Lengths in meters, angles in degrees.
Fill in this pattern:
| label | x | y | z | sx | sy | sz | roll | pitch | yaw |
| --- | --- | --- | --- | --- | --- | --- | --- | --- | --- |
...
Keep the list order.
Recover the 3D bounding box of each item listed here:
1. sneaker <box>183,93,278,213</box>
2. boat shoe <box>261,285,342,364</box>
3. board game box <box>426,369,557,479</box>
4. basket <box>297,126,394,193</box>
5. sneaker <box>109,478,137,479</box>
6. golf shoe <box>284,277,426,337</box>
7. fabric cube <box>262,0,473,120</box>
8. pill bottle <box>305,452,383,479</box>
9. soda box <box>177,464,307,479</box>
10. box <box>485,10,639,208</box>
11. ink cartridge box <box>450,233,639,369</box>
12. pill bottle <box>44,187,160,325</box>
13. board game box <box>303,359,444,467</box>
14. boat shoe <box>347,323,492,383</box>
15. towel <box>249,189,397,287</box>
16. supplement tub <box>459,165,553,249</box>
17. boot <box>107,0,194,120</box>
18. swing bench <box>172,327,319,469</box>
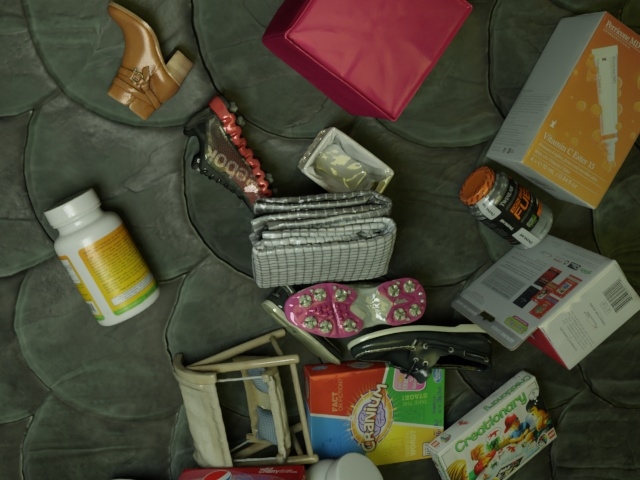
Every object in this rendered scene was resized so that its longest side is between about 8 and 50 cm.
| label | x | y | z | sx | sy | sz | roll | pitch | yaw |
| --- | --- | --- | --- | --- | --- | --- | --- | --- | --- |
| sneaker | -0.179 | -0.143 | 1.436 | 0.135 | 0.097 | 0.276 | -30 | 105 | -6 |
| boat shoe | -0.023 | 0.183 | 1.557 | 0.233 | 0.084 | 0.079 | 47 | 66 | -23 |
| board game box | 0.409 | 0.471 | 1.700 | 0.305 | 0.053 | 0.193 | -33 | 113 | -17 |
| basket | 0.046 | -0.147 | 1.486 | 0.167 | 0.103 | 0.113 | 35 | 92 | -19 |
| sneaker | -0.313 | 0.625 | 1.510 | 0.349 | 0.131 | 0.148 | 27 | 59 | -2 |
| golf shoe | 0.065 | 0.142 | 1.529 | 0.306 | 0.140 | 0.115 | -2 | 86 | -17 |
| fabric cube | 0.073 | -0.402 | 1.356 | 0.259 | 0.258 | 0.254 | 35 | 93 | -18 |
| pill bottle | -0.002 | 0.569 | 1.534 | 0.169 | 0.169 | 0.301 | 32 | 128 | -18 |
| soda box | -0.156 | 0.506 | 1.423 | 0.263 | 0.083 | 0.092 | -6 | 109 | 15 |
| box | 0.553 | -0.276 | 1.546 | 0.215 | 0.168 | 0.345 | 27 | 95 | -17 |
| ink cartridge box | 0.466 | 0.135 | 1.543 | 0.271 | 0.309 | 0.130 | -40 | 108 | -2 |
| pill bottle | -0.424 | 0.029 | 1.393 | 0.136 | 0.136 | 0.246 | -27 | 107 | -6 |
| board game box | 0.123 | 0.390 | 1.645 | 0.316 | 0.064 | 0.242 | -5 | 103 | -13 |
| boat shoe | 0.224 | 0.250 | 1.550 | 0.339 | 0.127 | 0.113 | 2 | 65 | -26 |
| towel | 0.000 | 0.000 | 1.429 | 0.283 | 0.235 | 0.121 | -5 | 69 | -3 |
| supplement tub | 0.404 | -0.073 | 1.582 | 0.190 | 0.117 | 0.117 | 33 | 93 | -18 |
| boot | -0.356 | -0.337 | 1.365 | 0.197 | 0.073 | 0.152 | 41 | 95 | -16 |
| swing bench | -0.161 | 0.354 | 1.516 | 0.254 | 0.165 | 0.253 | -13 | 107 | -11 |
